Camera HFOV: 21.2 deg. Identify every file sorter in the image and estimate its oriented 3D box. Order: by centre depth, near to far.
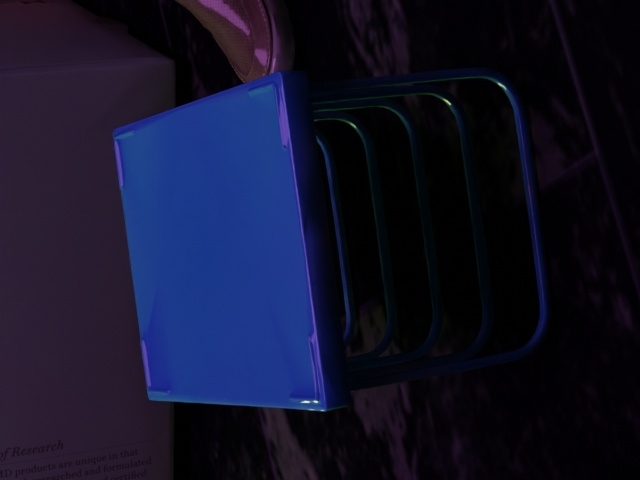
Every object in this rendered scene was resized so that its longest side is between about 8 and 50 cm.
[{"bbox_3d":[0.000,0.000,0.684,0.170,0.105,0.118,-8,89,63],"label":"file sorter"}]

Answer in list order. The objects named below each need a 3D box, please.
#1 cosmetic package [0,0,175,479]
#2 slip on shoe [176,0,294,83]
[{"bbox_3d":[-0.184,0.054,1.006,0.197,0.155,0.365,-148,55,-60],"label":"cosmetic package"},{"bbox_3d":[-0.053,-0.122,0.825,0.135,0.041,0.051,66,149,29],"label":"slip on shoe"}]
